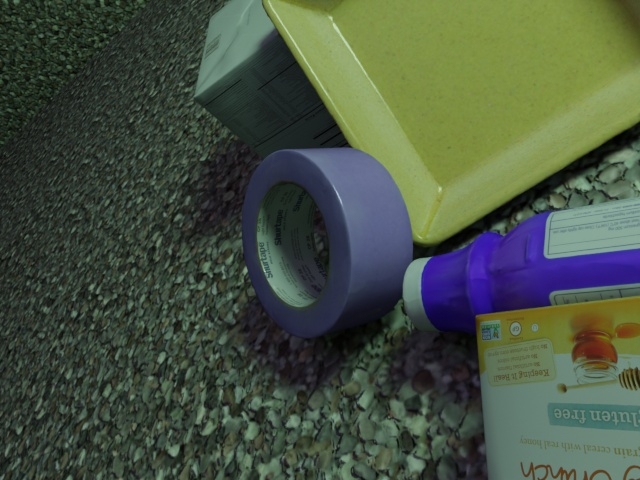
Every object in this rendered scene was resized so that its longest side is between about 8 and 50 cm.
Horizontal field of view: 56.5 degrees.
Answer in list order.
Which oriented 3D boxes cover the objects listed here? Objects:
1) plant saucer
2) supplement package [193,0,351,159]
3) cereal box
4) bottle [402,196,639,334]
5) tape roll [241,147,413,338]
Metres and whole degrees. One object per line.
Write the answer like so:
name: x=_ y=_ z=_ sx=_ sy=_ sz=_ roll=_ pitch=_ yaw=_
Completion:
plant saucer: x=0.156 y=-0.214 z=0.597 sx=0.333 sy=0.081 sz=0.333 roll=-33 pitch=84 yaw=21
supplement package: x=-0.041 y=-0.225 z=0.819 sx=0.149 sy=0.203 sz=0.194 roll=-27 pitch=43 yaw=29
cereal box: x=0.171 y=0.153 z=0.321 sx=0.173 sy=0.047 sz=0.240 roll=-19 pitch=68 yaw=53
bottle: x=0.195 y=0.029 z=0.437 sx=0.283 sy=0.118 sz=0.092 roll=-11 pitch=53 yaw=41
tape roll: x=0.000 y=0.000 z=0.613 sx=0.189 sy=0.080 sz=0.189 roll=15 pitch=110 yaw=50
